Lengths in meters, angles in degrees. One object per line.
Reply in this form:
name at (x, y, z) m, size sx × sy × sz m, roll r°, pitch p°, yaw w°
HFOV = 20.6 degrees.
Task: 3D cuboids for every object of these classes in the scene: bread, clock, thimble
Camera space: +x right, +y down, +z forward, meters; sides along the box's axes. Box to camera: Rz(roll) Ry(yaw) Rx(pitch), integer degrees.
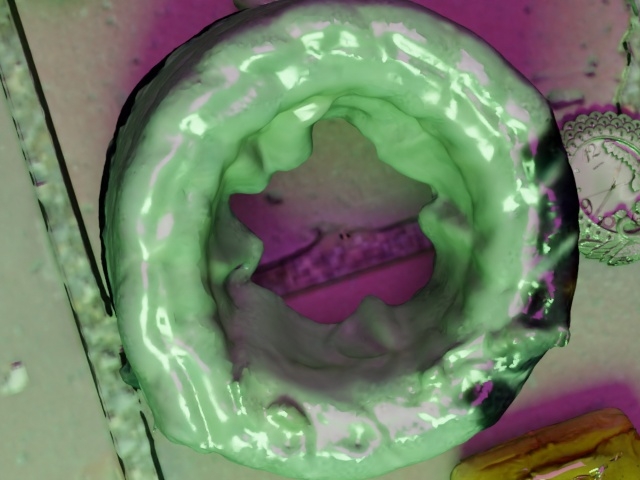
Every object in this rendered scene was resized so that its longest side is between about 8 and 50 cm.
bread at (0.119, 0.131, 0.895) m, size 0.106 × 0.053 × 0.072 m, roll -21°, pitch 90°, yaw -10°
clock at (0.154, -0.029, 0.931) m, size 0.074 × 0.010 × 0.083 m, roll -35°, pitch 87°, yaw -5°
thimble at (0.000, 0.000, 0.838) m, size 0.237 × 0.150 × 0.237 m, roll -1°, pitch 97°, yaw -7°

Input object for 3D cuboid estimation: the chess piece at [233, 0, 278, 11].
chess piece at (-0.038, -0.086, 0.914) m, size 0.042 × 0.042 × 0.093 m, roll 20°, pitch 89°, yaw -1°
